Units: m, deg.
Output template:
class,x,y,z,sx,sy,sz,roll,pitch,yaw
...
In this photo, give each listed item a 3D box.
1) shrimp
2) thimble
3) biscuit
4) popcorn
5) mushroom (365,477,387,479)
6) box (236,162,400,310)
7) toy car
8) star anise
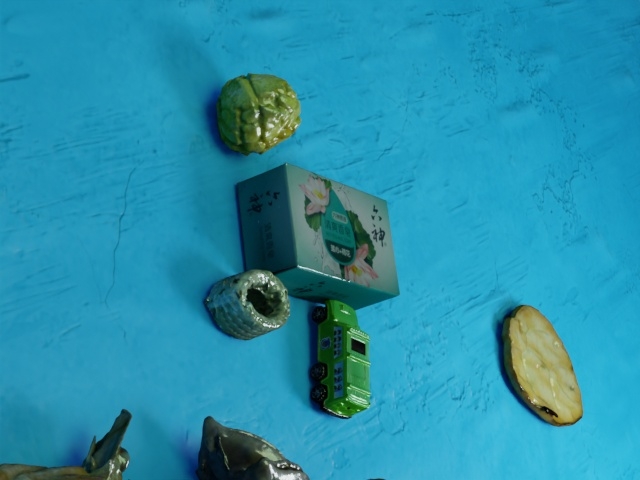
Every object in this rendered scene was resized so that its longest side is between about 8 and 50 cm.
class,x,y,z,sx,sy,sz,roll,pitch,yaw
shrimp,-0.282,0.272,1.342,0.168,0.077,0.317,52,40,-20
thimble,-0.092,0.081,1.729,0.110,0.062,0.084,20,56,-50
biscuit,0.390,0.229,2.365,0.260,0.041,0.203,48,36,-30
popcorn,-0.090,-0.175,1.848,0.106,0.121,0.116,38,-2,19
mushroom,0.116,0.439,1.742,0.301,0.208,0.233,34,75,-49
box,0.000,0.000,1.879,0.245,0.092,0.153,16,60,-50
toy car,0.031,0.160,1.856,0.071,0.062,0.165,28,54,-45
star anise,-0.048,0.315,1.574,0.257,0.110,0.198,52,-1,-22
